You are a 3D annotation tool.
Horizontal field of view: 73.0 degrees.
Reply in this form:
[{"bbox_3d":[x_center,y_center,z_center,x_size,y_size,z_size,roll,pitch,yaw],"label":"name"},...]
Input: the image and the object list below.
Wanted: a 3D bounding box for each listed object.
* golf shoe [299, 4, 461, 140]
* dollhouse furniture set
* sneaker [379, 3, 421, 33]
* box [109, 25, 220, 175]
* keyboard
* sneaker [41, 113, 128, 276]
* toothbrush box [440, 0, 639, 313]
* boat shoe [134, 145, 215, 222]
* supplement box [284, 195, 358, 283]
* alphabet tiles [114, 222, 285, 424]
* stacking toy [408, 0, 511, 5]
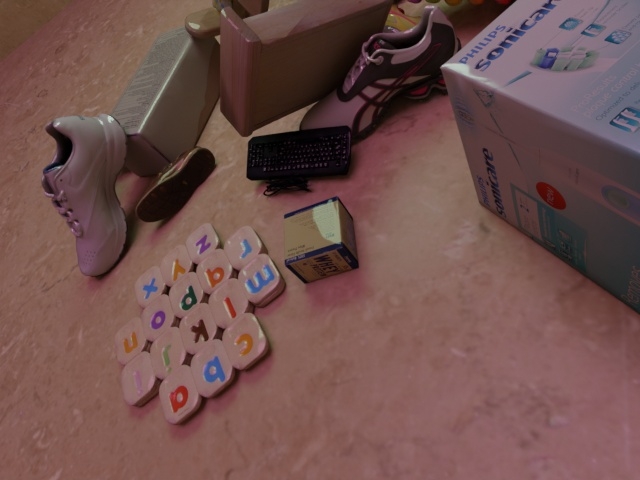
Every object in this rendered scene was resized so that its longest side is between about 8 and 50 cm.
[{"bbox_3d":[0.074,-0.243,0.653,0.272,0.120,0.105,-26,52,15],"label":"golf shoe"},{"bbox_3d":[-0.125,-0.397,0.682,0.256,0.362,0.394,-33,74,-26],"label":"dollhouse furniture set"},{"bbox_3d":[0.099,-0.372,0.755,0.094,0.081,0.208,-39,54,-8],"label":"sneaker"},{"bbox_3d":[-0.319,-0.297,0.912,0.147,0.121,0.311,3,62,31],"label":"box"},{"bbox_3d":[-0.044,-0.122,0.669,0.192,0.038,0.100,1,92,31],"label":"keyboard"},{"bbox_3d":[-0.428,-0.078,0.772,0.111,0.129,0.297,7,101,29],"label":"sneaker"},{"bbox_3d":[0.263,-0.056,0.357,0.126,0.216,0.295,-41,50,1],"label":"toothbrush box"},{"bbox_3d":[-0.275,-0.106,0.806,0.060,0.064,0.178,26,69,44],"label":"boat shoe"},{"bbox_3d":[0.000,0.000,0.578,0.083,0.056,0.083,-18,53,19],"label":"supplement box"},{"bbox_3d":[-0.186,0.106,0.641,0.284,0.021,0.278,-39,49,2],"label":"alphabet tiles"},{"bbox_3d":[0.175,-0.428,0.665,0.301,0.166,0.175,0,60,24],"label":"stacking toy"}]
